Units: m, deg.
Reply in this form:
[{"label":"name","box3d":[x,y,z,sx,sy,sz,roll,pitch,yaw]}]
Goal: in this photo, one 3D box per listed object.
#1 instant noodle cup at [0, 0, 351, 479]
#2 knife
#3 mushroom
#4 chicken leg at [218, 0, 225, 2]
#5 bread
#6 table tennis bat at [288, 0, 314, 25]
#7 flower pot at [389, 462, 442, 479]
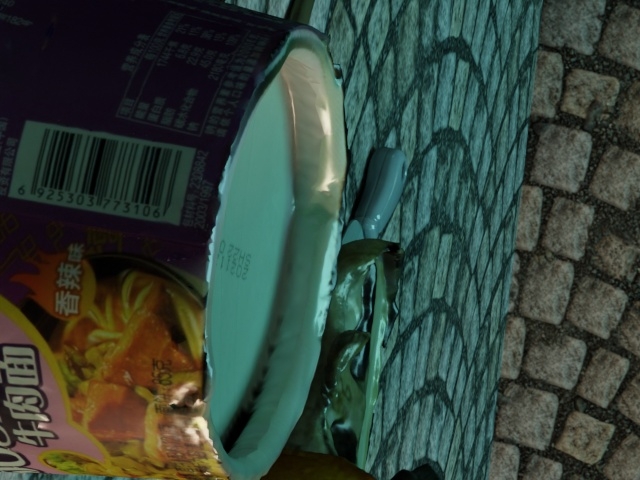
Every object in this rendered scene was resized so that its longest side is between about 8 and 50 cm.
[{"label":"instant noodle cup","box3d":[-0.140,-0.012,0.964,0.340,0.266,0.339,8,90,-77]},{"label":"knife","box3d":[0.042,0.003,2.157,0.080,0.044,0.331,85,24,-46]},{"label":"mushroom","box3d":[0.006,0.158,1.902,0.247,0.130,0.344,73,25,-67]},{"label":"chicken leg","box3d":[-0.129,-0.145,1.305,0.304,0.093,0.113,-71,152,-49]},{"label":"bread","box3d":[-0.055,0.286,1.729,0.260,0.134,0.129,-45,164,28]},{"label":"table tennis bat","box3d":[-0.002,-0.301,1.831,0.131,0.022,0.234,80,21,-55]},{"label":"flower pot","box3d":[0.097,0.447,2.107,0.283,0.299,0.299,-38,161,0]}]
